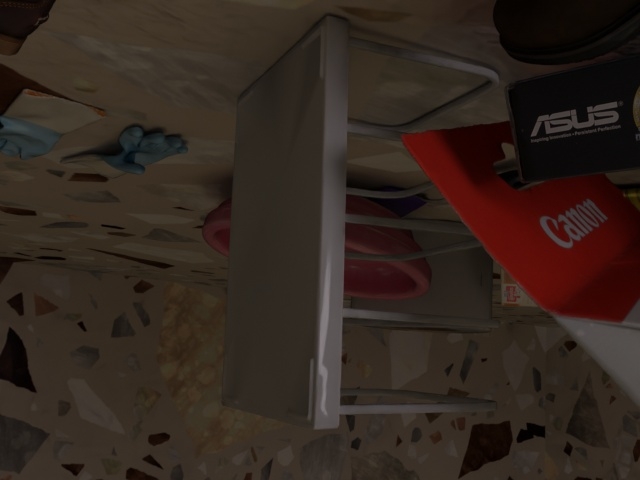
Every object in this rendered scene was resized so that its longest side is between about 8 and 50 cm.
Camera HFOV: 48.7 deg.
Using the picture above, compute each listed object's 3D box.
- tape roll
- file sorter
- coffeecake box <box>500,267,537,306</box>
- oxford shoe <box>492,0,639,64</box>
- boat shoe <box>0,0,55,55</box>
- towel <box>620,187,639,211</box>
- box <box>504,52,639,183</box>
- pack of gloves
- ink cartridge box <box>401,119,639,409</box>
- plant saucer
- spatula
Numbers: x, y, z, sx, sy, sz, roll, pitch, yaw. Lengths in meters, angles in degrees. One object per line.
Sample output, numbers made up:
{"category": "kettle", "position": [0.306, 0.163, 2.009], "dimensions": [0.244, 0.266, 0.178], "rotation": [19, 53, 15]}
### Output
{"category": "tape roll", "position": [0.175, 0.069, 1.226], "dimensions": [0.245, 0.169, 0.246], "rotation": [5, 171, 1]}
{"category": "file sorter", "position": [0.034, 0.002, 0.583], "dimensions": [0.173, 0.278, 0.192], "rotation": [6, 170, -24]}
{"category": "coffeecake box", "position": [0.365, 0.034, 1.059], "dimensions": [0.185, 0.068, 0.142], "rotation": [1, 138, 16]}
{"category": "oxford shoe", "position": [0.137, -0.147, 0.320], "dimensions": [0.096, 0.083, 0.227], "rotation": [34, 167, -13]}
{"category": "boat shoe", "position": [-0.225, -0.166, 0.351], "dimensions": [0.073, 0.073, 0.207], "rotation": [-43, 153, 21]}
{"category": "towel", "position": [0.326, -0.049, 0.932], "dimensions": [0.237, 0.021, 0.102], "rotation": [-1, 164, 31]}
{"category": "box", "position": [0.274, -0.089, 0.387], "dimensions": [0.270, 0.060, 0.216], "rotation": [-5, -172, 42]}
{"category": "pack of gloves", "position": [-0.277, -0.097, 0.809], "dimensions": [0.195, 0.046, 0.232], "rotation": [11, 168, -38]}
{"category": "ink cartridge box", "position": [0.266, 0.030, 0.459], "dimensions": [0.091, 0.385, 0.308], "rotation": [-49, 162, 31]}
{"category": "plant saucer", "position": [0.000, 0.000, 1.015], "dimensions": [0.331, 0.084, 0.332], "rotation": [14, 166, 4]}
{"category": "spatula", "position": [0.152, -0.056, 0.899], "dimensions": [0.084, 0.031, 0.296], "rotation": [13, 169, -32]}
